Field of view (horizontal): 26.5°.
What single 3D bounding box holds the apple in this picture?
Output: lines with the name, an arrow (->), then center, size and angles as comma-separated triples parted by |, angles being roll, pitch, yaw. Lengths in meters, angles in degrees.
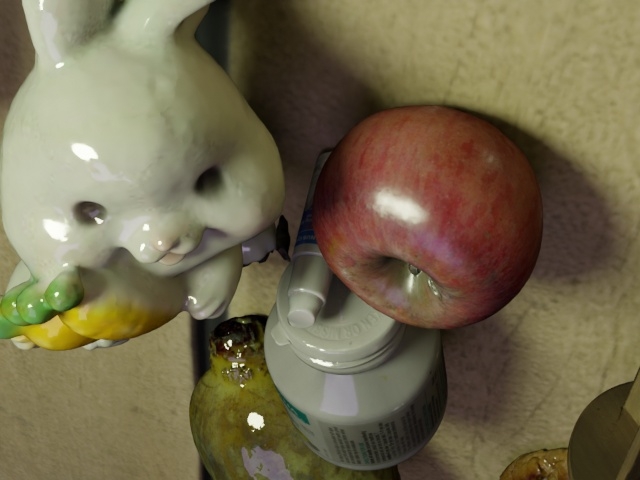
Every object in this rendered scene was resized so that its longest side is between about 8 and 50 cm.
apple -> 0.071, -0.020, 0.888 | 0.153, 0.120, 0.153 | 20, 149, 13

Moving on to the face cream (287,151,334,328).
face cream -> 0.000, 0.000, 0.945 | 0.034, 0.130, 0.034 | 10, 151, 6

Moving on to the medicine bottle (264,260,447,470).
medicine bottle -> 0.027, 0.086, 1.045 | 0.135, 0.135, 0.215 | 12, 156, 14

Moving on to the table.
table -> 0.278, 0.107, 0.951 | 0.167, 0.167, 0.226 | 16, 140, 8

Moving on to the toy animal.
toy animal -> -0.110, -0.054, 0.845 | 0.183, 0.247, 0.310 | 2, 163, 0

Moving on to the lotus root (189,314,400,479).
lotus root -> -0.029, 0.196, 1.271 | 0.173, 0.173, 0.309 | -4, 134, 36

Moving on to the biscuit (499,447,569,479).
biscuit -> 0.272, 0.264, 1.296 | 0.226, 0.042, 0.226 | 15, 148, 10
